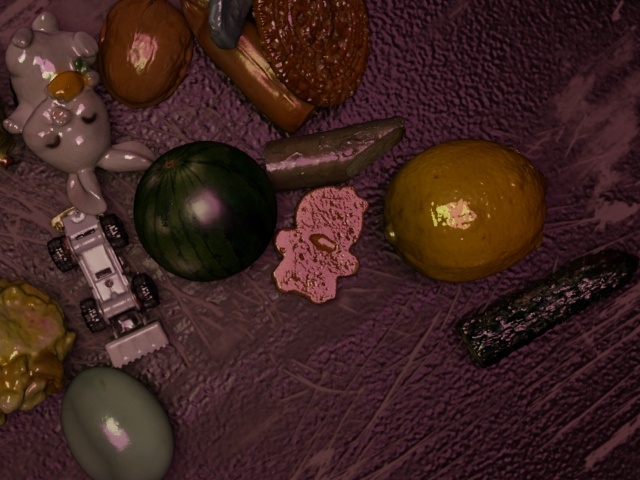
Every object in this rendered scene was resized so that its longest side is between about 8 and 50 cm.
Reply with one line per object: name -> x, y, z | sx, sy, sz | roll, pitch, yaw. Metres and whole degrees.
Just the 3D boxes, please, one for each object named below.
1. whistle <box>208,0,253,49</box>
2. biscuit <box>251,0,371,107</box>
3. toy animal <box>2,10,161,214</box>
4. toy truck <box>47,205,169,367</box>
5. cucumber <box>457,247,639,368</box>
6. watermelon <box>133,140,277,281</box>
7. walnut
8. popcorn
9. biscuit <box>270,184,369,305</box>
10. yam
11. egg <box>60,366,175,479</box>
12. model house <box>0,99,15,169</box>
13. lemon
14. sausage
whistle -> -0.144, -0.475, 1.758 | 0.189, 0.189, 0.347 | -2, 67, -5
biscuit -> -0.005, -0.378, 1.797 | 0.305, 0.038, 0.305 | 6, 82, -50
toy animal -> -0.421, -0.215, 1.781 | 0.208, 0.154, 0.325 | -42, 103, -22
toy truck -> -0.362, 0.069, 1.811 | 0.136, 0.111, 0.285 | -25, 92, -3
cucumber -> 0.423, 0.109, 1.891 | 0.359, 0.096, 0.096 | -28, 91, -5
watermelon -> -0.192, -0.047, 1.764 | 0.242, 0.242, 0.242 | 0, 88, -5
walnut -> -0.308, -0.338, 1.840 | 0.167, 0.087, 0.211 | 11, 87, -8
popcorn -> -0.531, 0.190, 1.743 | 0.259, 0.212, 0.259 | 19, 51, -26
biscuit -> 0.000, 0.000, 1.885 | 0.166, 0.036, 0.225 | 19, 84, -5
yam -> 0.029, -0.152, 1.859 | 0.259, 0.106, 0.106 | -10, 89, -3
egg -> -0.343, 0.319, 1.776 | 0.168, 0.168, 0.231 | -34, 91, -5
model house -> -0.616, -0.222, 1.755 | 0.254, 0.196, 0.160 | 45, 83, -3
lemon -> 0.253, -0.054, 1.806 | 0.320, 0.245, 0.245 | -17, 90, -15
sausage -> -0.131, -0.326, 1.844 | 0.112, 0.112, 0.328 | -45, 92, -5
